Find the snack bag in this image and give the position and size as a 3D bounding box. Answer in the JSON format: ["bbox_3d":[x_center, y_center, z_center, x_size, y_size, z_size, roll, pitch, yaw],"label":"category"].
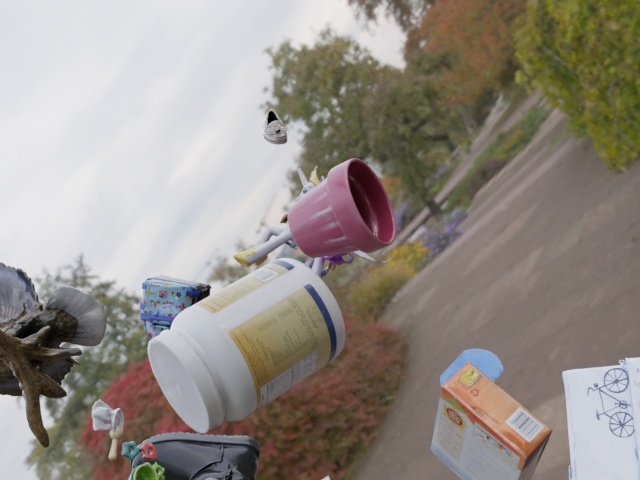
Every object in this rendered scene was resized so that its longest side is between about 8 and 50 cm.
[{"bbox_3d":[0.745,0.431,1.842,0.342,0.037,0.323,-10,60,27],"label":"snack bag"}]

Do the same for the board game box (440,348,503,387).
[{"bbox_3d":[0.400,0.363,2.057,0.168,0.033,0.133,-43,41,-17],"label":"board game box"}]

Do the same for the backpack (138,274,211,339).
[{"bbox_3d":[-0.354,0.179,1.856,0.117,0.158,0.173,-8,-72,-77],"label":"backpack"}]

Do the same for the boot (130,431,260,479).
[{"bbox_3d":[-0.340,0.682,1.966,0.445,0.367,0.146,-91,-7,-62],"label":"boot"}]

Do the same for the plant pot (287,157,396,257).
[{"bbox_3d":[0.037,-0.052,1.687,0.180,0.201,0.201,-23,15,26],"label":"plant pot"}]

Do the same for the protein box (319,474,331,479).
[{"bbox_3d":[-0.014,0.804,2.181,0.201,0.200,0.136,-28,-6,-6],"label":"protein box"}]

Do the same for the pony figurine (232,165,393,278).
[{"bbox_3d":[0.000,0.000,2.095,0.363,0.351,0.303,-53,-14,-20],"label":"pony figurine"}]

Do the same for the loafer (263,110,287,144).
[{"bbox_3d":[-0.092,-0.221,1.524,0.125,0.045,0.039,-118,26,-64],"label":"loafer"}]

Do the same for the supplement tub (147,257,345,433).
[{"bbox_3d":[-0.136,0.193,1.455,0.316,0.228,0.228,-29,-12,-31],"label":"supplement tub"}]

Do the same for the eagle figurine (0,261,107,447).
[{"bbox_3d":[-0.478,0.155,1.191,0.298,0.225,0.226,7,79,63],"label":"eagle figurine"}]

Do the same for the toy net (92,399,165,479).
[{"bbox_3d":[-0.415,0.443,1.711,0.045,0.232,0.122,-27,1,33],"label":"toy net"}]

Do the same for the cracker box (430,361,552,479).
[{"bbox_3d":[0.253,0.307,1.194,0.067,0.155,0.232,-37,-31,-24],"label":"cracker box"}]
